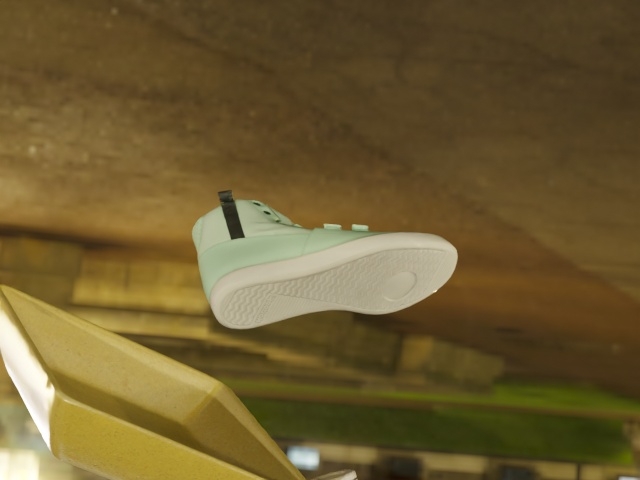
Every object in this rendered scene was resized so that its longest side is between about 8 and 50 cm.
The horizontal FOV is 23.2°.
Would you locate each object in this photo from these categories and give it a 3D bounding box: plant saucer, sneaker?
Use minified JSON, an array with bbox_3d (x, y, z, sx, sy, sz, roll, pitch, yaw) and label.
[{"bbox_3d":[-0.200,0.194,1.703,0.333,0.081,0.333,28,-175,-29],"label":"plant saucer"},{"bbox_3d":[0.000,0.000,1.541,0.256,0.094,0.151,-7,-140,-18],"label":"sneaker"}]

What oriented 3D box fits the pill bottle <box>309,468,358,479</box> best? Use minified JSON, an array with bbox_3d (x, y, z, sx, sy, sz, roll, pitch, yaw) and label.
[{"bbox_3d":[0.027,0.342,1.898,0.065,0.116,0.065,-16,-179,0],"label":"pill bottle"}]
